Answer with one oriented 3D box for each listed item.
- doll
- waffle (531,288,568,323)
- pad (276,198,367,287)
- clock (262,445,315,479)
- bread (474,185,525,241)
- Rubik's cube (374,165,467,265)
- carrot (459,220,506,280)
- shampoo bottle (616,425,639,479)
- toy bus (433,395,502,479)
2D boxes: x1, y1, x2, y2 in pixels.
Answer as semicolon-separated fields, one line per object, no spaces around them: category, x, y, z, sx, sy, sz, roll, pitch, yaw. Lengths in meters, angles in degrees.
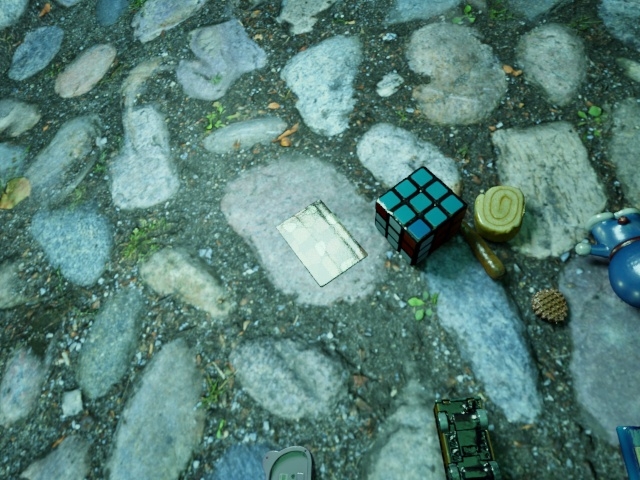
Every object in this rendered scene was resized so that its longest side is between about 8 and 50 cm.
doll;0.719;0.042;0.930;0.216;0.161;0.256;-16;45;16
waffle;0.538;0.153;0.959;0.076;0.029;0.083;6;67;13
pad;0.000;0.000;1.135;0.158;0.003;0.235;-34;63;-8
clock;-0.068;0.519;0.863;0.110;0.050;0.152;-2;63;8
bread;0.460;-0.074;1.058;0.122;0.073;0.149;9;66;16
Rubik's cube;0.248;-0.059;1.038;0.161;0.163;0.162;-36;68;-9
carrot;0.404;0.017;1.038;0.047;0.047;0.191;-24;62;-3
shampoo bottle;0.638;0.455;0.780;0.087;0.050;0.182;-1;63;6
toy bus;0.290;0.427;0.815;0.098;0.114;0.200;-7;58;5
